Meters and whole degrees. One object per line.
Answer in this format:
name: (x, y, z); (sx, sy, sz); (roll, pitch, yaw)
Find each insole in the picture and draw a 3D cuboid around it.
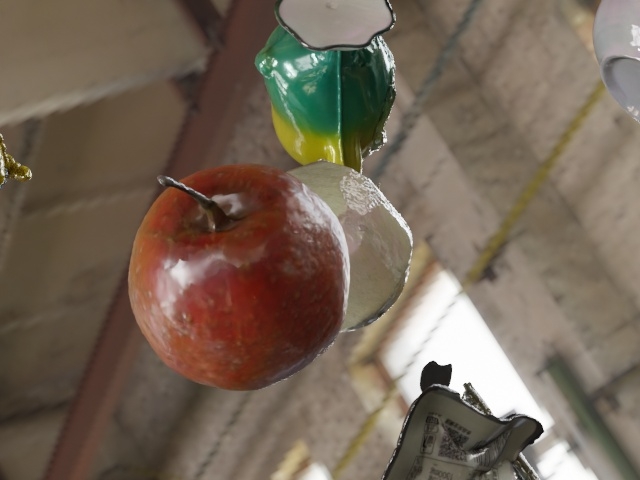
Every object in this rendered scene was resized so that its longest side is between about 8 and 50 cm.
insole: (0.138, 0.163, 2.219); (0.002, 0.045, 0.135); (9, 2, 20)

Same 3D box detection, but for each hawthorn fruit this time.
hawthorn fruit: (-0.073, 0.034, 1.903); (0.235, 0.231, 0.263); (-19, 0, -28)

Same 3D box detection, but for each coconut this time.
coconut: (0.000, 0.000, 2.402); (0.224, 0.224, 0.234); (-33, -59, 3)

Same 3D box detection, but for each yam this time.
yam: (0.182, 0.204, 1.922); (0.027, 0.129, 0.033); (-37, -13, 15)

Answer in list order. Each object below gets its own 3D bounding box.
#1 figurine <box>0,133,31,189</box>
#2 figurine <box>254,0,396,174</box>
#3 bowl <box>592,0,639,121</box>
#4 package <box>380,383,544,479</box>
figurine: (-0.314, -0.064, 1.696); (0.115, 0.095, 0.156); (12, 6, -17)
figurine: (0.009, -0.254, 2.962); (0.231, 0.324, 0.340); (-8, -40, -9)
bowl: (0.480, -0.244, 2.507); (0.144, 0.287, 0.287); (-49, -16, -17)
package: (0.088, 0.224, 1.411); (0.166, 0.040, 0.232); (14, -85, -45)
